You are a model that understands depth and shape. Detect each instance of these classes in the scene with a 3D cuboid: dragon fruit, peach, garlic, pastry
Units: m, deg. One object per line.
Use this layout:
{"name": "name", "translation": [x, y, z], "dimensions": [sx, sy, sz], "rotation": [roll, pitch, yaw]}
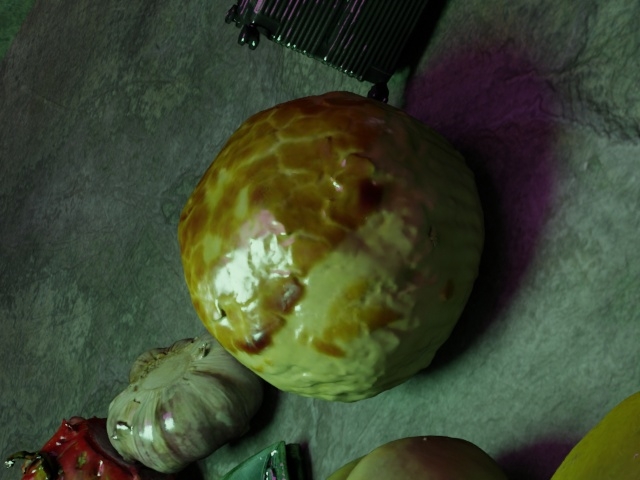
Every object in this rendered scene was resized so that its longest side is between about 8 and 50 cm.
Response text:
{"name": "dragon fruit", "translation": [-0.352, 0.418, 1.987], "dimensions": [0.291, 0.250, 0.269], "rotation": [-56, -6, 14]}
{"name": "peach", "translation": [0.092, 0.342, 1.395], "dimensions": [0.247, 0.292, 0.292], "rotation": [51, 132, 0]}
{"name": "garlic", "translation": [-0.188, 0.240, 1.925], "dimensions": [0.245, 0.160, 0.245], "rotation": [-22, 31, 14]}
{"name": "pastry", "translation": [0.000, 0.000, 1.614], "dimensions": [0.388, 0.313, 0.388], "rotation": [-19, 65, 49]}

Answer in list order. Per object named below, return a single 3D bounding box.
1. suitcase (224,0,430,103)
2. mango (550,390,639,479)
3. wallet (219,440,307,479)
{"name": "suitcase", "translation": [0.048, -0.382, 1.767], "dimensions": [0.335, 0.230, 0.152], "rotation": [-63, 22, 15]}
{"name": "mango", "translation": [0.280, 0.302, 1.187], "dimensions": [0.253, 0.182, 0.365], "rotation": [17, 92, 58]}
{"name": "wallet", "translation": [-0.074, 0.401, 1.778], "dimensions": [0.160, 0.055, 0.236], "rotation": [-35, 50, 36]}
